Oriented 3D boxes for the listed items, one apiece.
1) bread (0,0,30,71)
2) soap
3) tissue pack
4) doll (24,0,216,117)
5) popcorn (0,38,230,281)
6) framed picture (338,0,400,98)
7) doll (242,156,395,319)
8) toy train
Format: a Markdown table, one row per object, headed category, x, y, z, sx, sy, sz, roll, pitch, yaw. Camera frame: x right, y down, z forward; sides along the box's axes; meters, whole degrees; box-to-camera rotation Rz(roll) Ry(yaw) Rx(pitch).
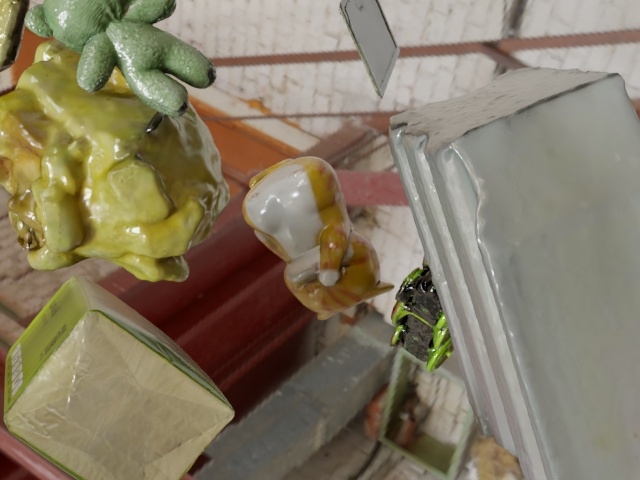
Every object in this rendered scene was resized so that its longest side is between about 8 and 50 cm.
| category | x | y | z | sx | sy | sz | roll | pitch | yaw |
| --- | --- | --- | --- | --- | --- | --- | --- | --- | --- |
| bread | -0.424 | -0.347 | 1.190 | 0.198 | 0.236 | 0.263 | 5 | -81 | -62 |
| soap | 0.251 | 0.043 | 1.013 | 0.350 | 0.213 | 0.435 | -121 | 11 | -79 |
| tissue pack | -0.248 | 0.169 | 1.073 | 0.167 | 0.200 | 0.275 | -51 | 18 | -7 |
| doll | -0.162 | -0.163 | 0.756 | 0.115 | 0.150 | 0.077 | -51 | 6 | -18 |
| popcorn | -0.213 | -0.082 | 0.926 | 0.252 | 0.286 | 0.215 | -1 | -51 | -42 |
| framed picture | 0.105 | -0.443 | 1.925 | 0.216 | 0.016 | 0.273 | 64 | -155 | -24 |
| doll | -0.010 | -0.005 | 1.447 | 0.167 | 0.269 | 0.162 | -23 | 3 | 25 |
| toy train | 0.184 | 0.090 | 1.365 | 0.160 | 0.100 | 0.296 | -46 | -18 | -19 |
